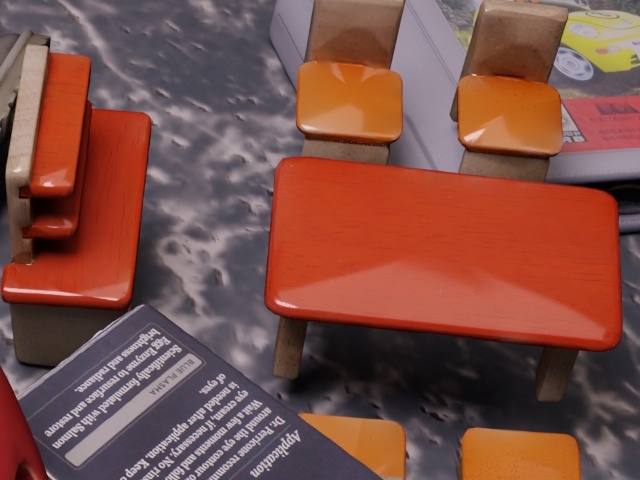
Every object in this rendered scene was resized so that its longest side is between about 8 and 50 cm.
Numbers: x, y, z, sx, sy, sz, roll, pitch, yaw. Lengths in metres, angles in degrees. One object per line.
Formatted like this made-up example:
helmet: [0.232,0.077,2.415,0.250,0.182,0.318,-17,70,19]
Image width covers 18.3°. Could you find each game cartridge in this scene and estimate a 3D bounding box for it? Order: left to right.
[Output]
game cartridge: [0.130,-0.088,1.077,0.294,0.060,0.196,-5,45,-26]

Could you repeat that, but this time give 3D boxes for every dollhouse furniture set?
dollhouse furniture set: [0.000,0.000,0.840,0.259,0.135,0.262,5,55,-4]

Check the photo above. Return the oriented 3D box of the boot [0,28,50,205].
boot: [-0.243,-0.061,0.897,0.209,0.076,0.189,17,40,6]

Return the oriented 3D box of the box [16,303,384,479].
box: [-0.047,0.136,0.701,0.158,0.156,0.093,36,43,15]

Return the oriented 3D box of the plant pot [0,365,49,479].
plant pot: [-0.154,0.136,0.570,0.191,0.191,0.174,-32,108,-41]
